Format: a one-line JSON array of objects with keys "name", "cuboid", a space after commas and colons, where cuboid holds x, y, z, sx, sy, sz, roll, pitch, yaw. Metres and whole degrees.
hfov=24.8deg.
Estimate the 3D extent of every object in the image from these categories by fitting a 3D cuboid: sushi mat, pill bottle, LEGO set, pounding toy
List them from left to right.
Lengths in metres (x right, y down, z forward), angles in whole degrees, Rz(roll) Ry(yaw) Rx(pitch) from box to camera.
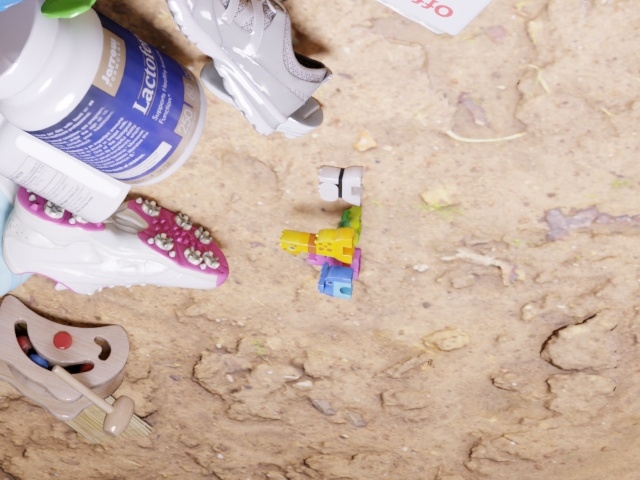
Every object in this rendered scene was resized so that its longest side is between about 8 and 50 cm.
[{"name": "pill bottle", "cuboid": [-0.335, -0.127, 1.741, 0.229, 0.131, 0.131, 29, 143, -23]}, {"name": "sushi mat", "cuboid": [-0.429, 0.253, 2.439, 0.151, 0.019, 0.316, -12, 139, 35]}, {"name": "pounding toy", "cuboid": [-0.373, 0.166, 2.193, 0.269, 0.154, 0.155, 32, 147, 7]}, {"name": "pill bottle", "cuboid": [-0.259, -0.170, 1.577, 0.153, 0.153, 0.264, -11, 156, 33]}, {"name": "LEGO set", "cuboid": [0.000, 0.000, 1.851, 0.093, 0.087, 0.227, 9, 145, 6]}]

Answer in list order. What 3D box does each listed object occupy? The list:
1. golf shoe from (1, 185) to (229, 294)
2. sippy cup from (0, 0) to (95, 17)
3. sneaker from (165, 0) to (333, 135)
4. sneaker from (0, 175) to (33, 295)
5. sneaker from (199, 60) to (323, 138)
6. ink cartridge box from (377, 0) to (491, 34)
[{"name": "golf shoe", "cuboid": [-0.270, 0.015, 1.899, 0.306, 0.115, 0.140, 20, 122, -25]}, {"name": "sippy cup", "cuboid": [-0.297, -0.341, 1.327, 0.305, 0.224, 0.240, 30, 144, -24]}, {"name": "sneaker", "cuboid": [-0.089, -0.246, 1.541, 0.115, 0.105, 0.281, -33, 129, 5]}, {"name": "sneaker", "cuboid": [-0.463, -0.049, 1.856, 0.135, 0.150, 0.366, 22, 156, 39]}, {"name": "sneaker", "cuboid": [-0.075, -0.156, 1.678, 0.152, 0.054, 0.061, 25, 148, -18]}, {"name": "ink cartridge box", "cuboid": [0.116, -0.330, 1.295, 0.197, 0.114, 0.273, 25, 144, -18]}]
